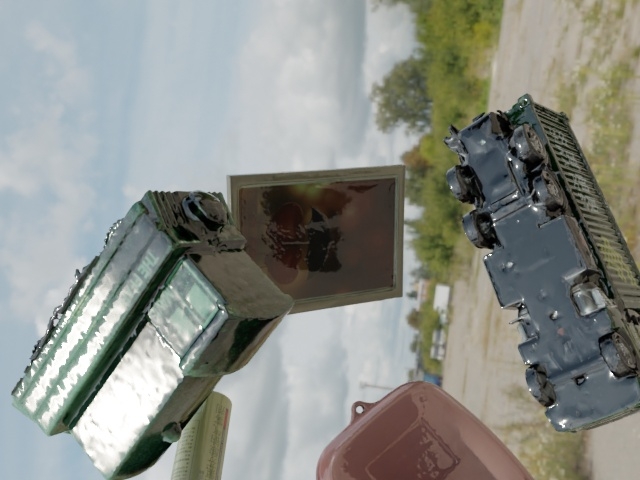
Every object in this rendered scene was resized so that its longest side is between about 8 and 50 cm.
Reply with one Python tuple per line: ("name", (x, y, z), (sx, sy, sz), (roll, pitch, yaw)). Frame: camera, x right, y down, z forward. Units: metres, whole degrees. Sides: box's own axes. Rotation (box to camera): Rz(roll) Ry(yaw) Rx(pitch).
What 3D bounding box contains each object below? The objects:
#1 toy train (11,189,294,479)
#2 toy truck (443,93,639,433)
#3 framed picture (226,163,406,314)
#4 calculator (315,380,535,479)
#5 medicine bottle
("toy train", (-0.174, 0.105, 0.810), (0.330, 0.178, 0.138), (-53, -21, 21))
("toy truck", (0.185, 0.015, 0.625), (0.121, 0.088, 0.259), (9, -123, -49))
("framed picture", (0.000, 0.000, 1.173), (0.020, 0.289, 0.212), (21, 114, 59))
("calculator", (0.142, 0.305, 0.861), (0.220, 0.330, 0.048), (-36, -14, -22))
("medicine bottle", (-0.144, 0.285, 0.903), (0.059, 0.059, 0.231), (86, -174, -49))
